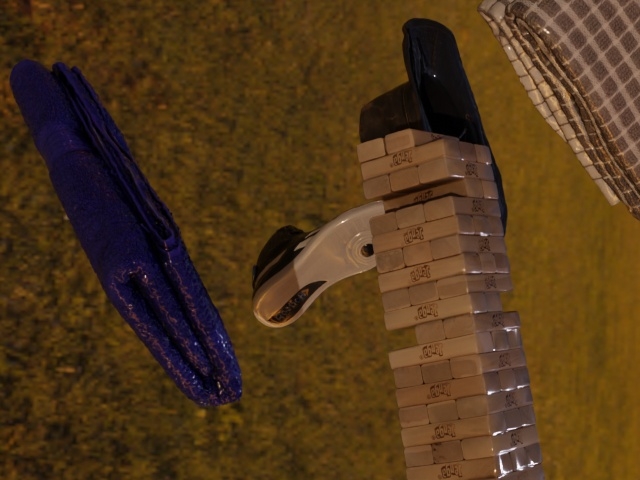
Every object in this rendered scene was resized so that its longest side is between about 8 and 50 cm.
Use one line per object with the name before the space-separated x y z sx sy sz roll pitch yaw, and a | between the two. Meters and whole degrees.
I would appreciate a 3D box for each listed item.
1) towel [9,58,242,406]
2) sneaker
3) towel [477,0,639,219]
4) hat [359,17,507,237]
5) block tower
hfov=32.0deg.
towel | -0.166 -0.014 1.003 0.308 0.076 0.227 56 -4 41
sneaker | 0.000 0.000 1.329 0.079 0.217 0.121 48 13 -29
towel | 0.310 -0.168 0.986 0.235 0.121 0.283 -44 112 -7
hat | 0.134 -0.123 1.491 0.331 0.134 0.331 39 44 -51
block tower | 0.115 0.070 0.977 0.097 0.091 0.335 1 77 -54
